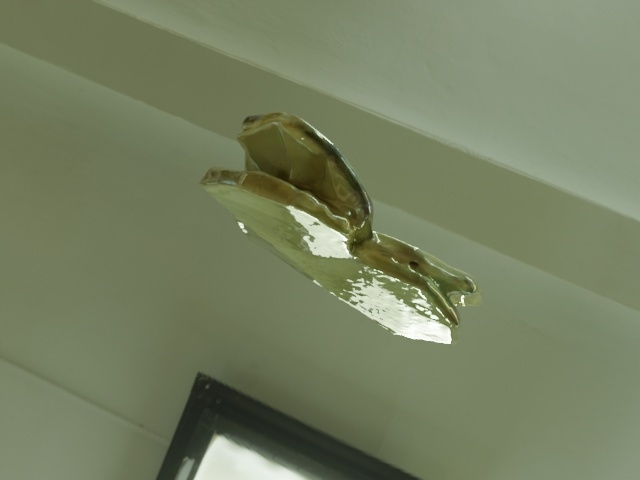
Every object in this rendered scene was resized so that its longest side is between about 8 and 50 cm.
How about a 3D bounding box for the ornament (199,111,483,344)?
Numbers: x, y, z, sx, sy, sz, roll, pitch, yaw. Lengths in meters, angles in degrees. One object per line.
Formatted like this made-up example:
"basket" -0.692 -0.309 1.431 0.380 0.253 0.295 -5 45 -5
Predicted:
"ornament" 0.000 0.000 0.546 0.201 0.180 0.059 41 -110 -27
